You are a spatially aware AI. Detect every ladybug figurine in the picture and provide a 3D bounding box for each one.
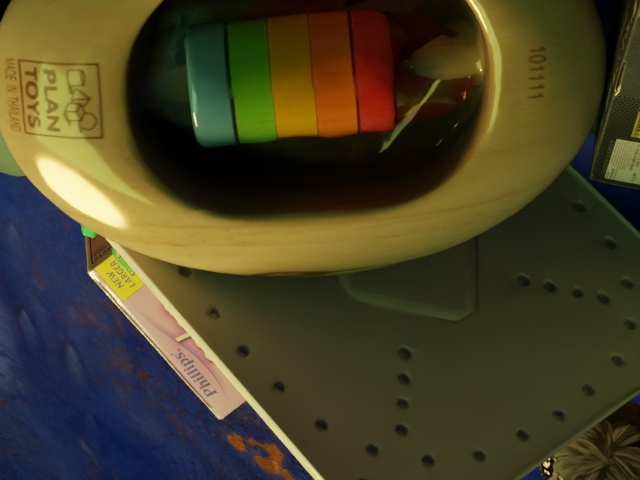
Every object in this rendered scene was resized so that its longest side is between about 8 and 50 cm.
[{"bbox_3d":[-0.022,-0.131,1.260,0.449,0.162,0.305,-1,112,-1],"label":"ladybug figurine"}]

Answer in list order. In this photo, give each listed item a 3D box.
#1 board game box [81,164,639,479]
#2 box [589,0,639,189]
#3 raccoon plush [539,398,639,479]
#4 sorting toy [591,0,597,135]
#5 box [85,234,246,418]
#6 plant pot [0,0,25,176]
[{"bbox_3d":[0.064,0.025,1.373,0.390,0.390,0.050,47,144,20],"label":"board game box"},{"bbox_3d":[0.245,-0.176,1.217,0.059,0.183,0.233,11,143,3],"label":"box"},{"bbox_3d":[0.176,0.174,1.566,0.216,0.446,0.299,-6,138,5],"label":"raccoon plush"},{"bbox_3d":[0.228,-0.093,1.401,0.365,0.126,0.127,45,148,-8],"label":"sorting toy"},{"bbox_3d":[-0.140,0.037,1.831,0.213,0.117,0.243,51,-175,-19],"label":"box"},{"bbox_3d":[-0.240,-0.231,1.537,0.341,0.341,0.334,37,157,2],"label":"plant pot"}]
